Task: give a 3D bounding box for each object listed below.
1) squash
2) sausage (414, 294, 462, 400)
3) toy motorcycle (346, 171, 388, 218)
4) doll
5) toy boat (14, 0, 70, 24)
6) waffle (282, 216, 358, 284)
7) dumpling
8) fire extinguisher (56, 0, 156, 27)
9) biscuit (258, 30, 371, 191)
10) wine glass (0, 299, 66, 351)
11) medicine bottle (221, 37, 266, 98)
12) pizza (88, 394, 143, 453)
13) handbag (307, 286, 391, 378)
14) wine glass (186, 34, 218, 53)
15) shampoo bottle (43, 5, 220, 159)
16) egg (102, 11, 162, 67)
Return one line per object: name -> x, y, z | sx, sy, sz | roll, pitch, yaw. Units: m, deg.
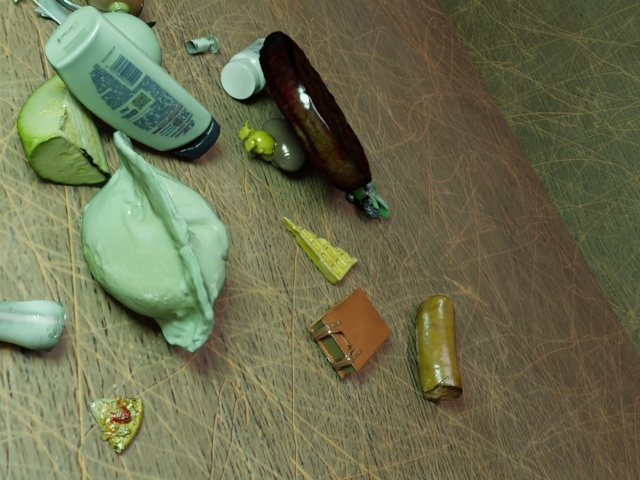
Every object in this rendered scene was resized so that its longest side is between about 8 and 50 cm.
squash -> -0.445, -0.223, 0.927 | 0.169, 0.093, 0.252 | 70, -3, -72
sausage -> 0.274, 0.244, 1.348 | 0.108, 0.109, 0.271 | 33, 42, -26
toy motorcycle -> 0.114, -0.141, 1.513 | 0.106, 0.074, 0.190 | -6, 66, -59
doll -> -0.108, -0.229, 1.316 | 0.188, 0.096, 0.145 | 19, 40, -32
toy boat -> -0.521, -0.461, 1.095 | 0.149, 0.034, 0.106 | 22, 47, -35
waffle -> 0.000, 0.000, 1.295 | 0.191, 0.032, 0.125 | 52, 38, -4
dumpling -> -0.259, 0.005, 0.880 | 0.320, 0.212, 0.270 | 38, 1, 0
fire extinguisher -> -0.474, -0.558, 1.182 | 0.200, 0.113, 0.376 | -13, 68, -22
biscuit -> -0.014, -0.292, 1.327 | 0.407, 0.091, 0.407 | 53, 17, -23
wine glass -> -0.417, 0.100, 0.727 | 0.155, 0.072, 0.072 | 16, 50, -40
medicine bottle -> -0.165, -0.422, 1.398 | 0.103, 0.102, 0.187 | 45, 37, -12
pizza -> -0.284, 0.245, 0.790 | 0.078, 0.025, 0.083 | 37, 40, -25
handbag -> 0.065, 0.190, 1.192 | 0.127, 0.062, 0.190 | 56, 34, 3
wine glass -> -0.283, -0.465, 1.361 | 0.038, 0.042, 0.083 | 21, 34, 21
shampoo bottle -> -0.314, -0.245, 1.000 | 0.078, 0.134, 0.359 | 48, 4, 26
egg -> -0.373, -0.344, 1.057 | 0.149, 0.149, 0.192 | 40, 16, -18
